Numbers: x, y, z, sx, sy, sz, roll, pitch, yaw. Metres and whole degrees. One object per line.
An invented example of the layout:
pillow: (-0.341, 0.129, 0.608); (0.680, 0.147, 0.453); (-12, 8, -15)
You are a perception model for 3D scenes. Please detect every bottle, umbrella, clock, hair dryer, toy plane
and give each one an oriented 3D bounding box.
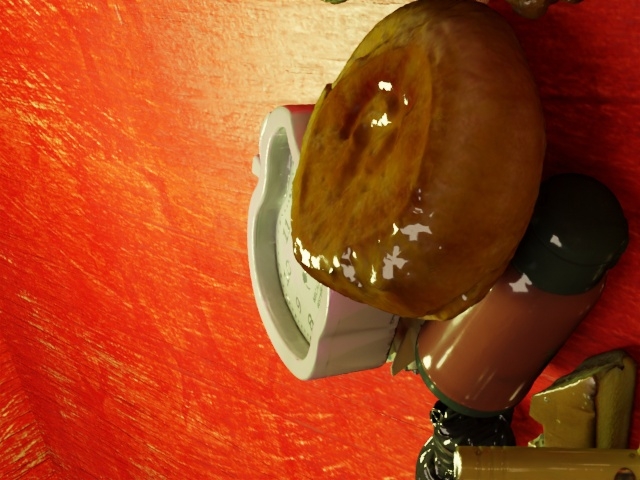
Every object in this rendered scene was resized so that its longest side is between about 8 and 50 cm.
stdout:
bottle: (0.213, 0.057, 1.466); (0.144, 0.144, 0.336); (51, 149, 18)
umbrella: (0.174, 0.284, 1.772); (0.122, 0.110, 0.272); (48, 152, 22)
clock: (0.000, 0.000, 1.701); (0.338, 0.102, 0.339); (174, 90, -71)
hair dryer: (0.277, 0.227, 1.425); (0.090, 0.278, 0.135); (-88, -2, -49)
toy plane: (0.104, 0.055, 1.710); (0.192, 0.088, 0.262); (21, 122, 41)

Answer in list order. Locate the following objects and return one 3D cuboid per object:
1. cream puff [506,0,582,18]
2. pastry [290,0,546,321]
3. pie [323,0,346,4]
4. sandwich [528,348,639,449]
cream puff: (0.205, -0.264, 1.266); (0.122, 0.094, 0.116); (-139, 31, -74)
pastry: (0.098, -0.080, 1.393); (0.356, 0.164, 0.356); (-42, 37, 42)
pie: (0.032, -0.369, 1.339); (0.277, 0.078, 0.277); (-4, 84, 36)
sandwich: (0.291, 0.203, 1.529); (0.088, 0.090, 0.244); (30, 141, 36)
